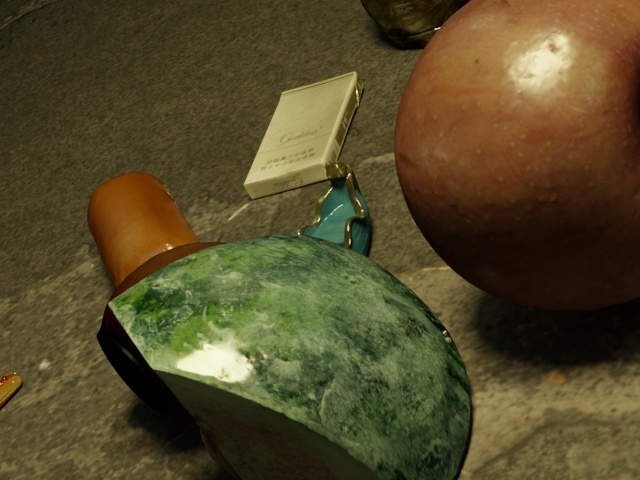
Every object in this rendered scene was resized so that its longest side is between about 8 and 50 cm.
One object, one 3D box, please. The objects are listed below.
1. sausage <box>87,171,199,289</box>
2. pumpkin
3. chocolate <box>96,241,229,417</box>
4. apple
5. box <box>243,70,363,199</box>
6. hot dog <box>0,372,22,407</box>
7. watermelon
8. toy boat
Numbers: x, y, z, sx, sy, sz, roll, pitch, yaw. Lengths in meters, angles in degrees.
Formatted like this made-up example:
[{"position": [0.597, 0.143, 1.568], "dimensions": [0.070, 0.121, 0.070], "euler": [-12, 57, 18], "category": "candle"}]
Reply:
[{"position": [-0.198, -0.002, 1.493], "dimensions": [0.105, 0.105, 0.274], "euler": [-32, 29, -4], "category": "sausage"}, {"position": [0.135, -0.314, 1.663], "dimensions": [0.126, 0.131, 0.248], "euler": [-33, 24, -24], "category": "pumpkin"}, {"position": [-0.116, 0.079, 1.244], "dimensions": [0.177, 0.176, 0.176], "euler": [-22, 30, 13], "category": "chocolate"}, {"position": [0.216, -0.084, 1.076], "dimensions": [0.306, 0.305, 0.235], "euler": [-40, 16, -18], "category": "apple"}, {"position": [-0.018, -0.128, 1.602], "dimensions": [0.109, 0.029, 0.198], "euler": [-13, 34, 26], "category": "box"}, {"position": [-0.359, 0.173, 1.440], "dimensions": [0.037, 0.021, 0.083], "euler": [1, 40, 44], "category": "hot dog"}, {"position": [-0.001, 0.139, 1.106], "dimensions": [0.320, 0.213, 0.289], "euler": [-7, 44, -49], "category": "watermelon"}, {"position": [0.000, 0.000, 1.338], "dimensions": [0.075, 0.077, 0.185], "euler": [-5, 37, 37], "category": "toy boat"}]
